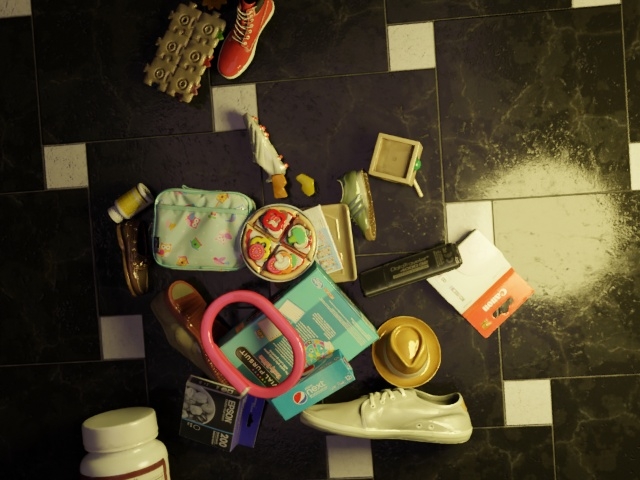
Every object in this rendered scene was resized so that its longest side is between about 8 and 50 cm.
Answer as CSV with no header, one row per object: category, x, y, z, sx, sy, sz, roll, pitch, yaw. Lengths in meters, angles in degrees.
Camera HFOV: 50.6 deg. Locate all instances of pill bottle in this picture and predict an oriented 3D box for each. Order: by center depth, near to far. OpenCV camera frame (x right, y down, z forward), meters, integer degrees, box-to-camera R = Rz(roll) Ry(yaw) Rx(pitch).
pill bottle,-0.506,0.656,1.779,0.224,0.224,0.392,-7,91,4
pill bottle,-0.515,-0.098,1.833,0.116,0.065,0.065,-35,89,4

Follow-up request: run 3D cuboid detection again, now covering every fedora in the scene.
fedora,0.224,0.280,1.753,0.194,0.079,0.194,-1,64,3

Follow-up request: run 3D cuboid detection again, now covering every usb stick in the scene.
usb stick,0.230,0.079,1.765,0.278,0.045,0.077,-20,61,16

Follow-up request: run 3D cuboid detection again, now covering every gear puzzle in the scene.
gear puzzle,-0.340,-0.542,1.814,0.175,0.044,0.339,26,91,19

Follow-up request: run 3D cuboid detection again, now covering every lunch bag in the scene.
lunch bag,-0.313,-0.033,1.799,0.279,0.108,0.224,3,92,4

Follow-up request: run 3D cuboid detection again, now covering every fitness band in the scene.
fitness band,-0.169,0.258,1.681,0.209,0.054,0.291,-43,85,5

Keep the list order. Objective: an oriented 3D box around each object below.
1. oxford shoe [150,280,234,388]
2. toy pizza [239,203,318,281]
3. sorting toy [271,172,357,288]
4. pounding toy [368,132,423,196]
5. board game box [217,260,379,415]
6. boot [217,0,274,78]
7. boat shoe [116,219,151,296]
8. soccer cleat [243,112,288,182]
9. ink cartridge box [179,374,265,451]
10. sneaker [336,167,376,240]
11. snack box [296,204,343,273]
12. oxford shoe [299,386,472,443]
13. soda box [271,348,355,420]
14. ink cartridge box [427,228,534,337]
oxford shoe,-0.327,0.274,1.827,0.130,0.123,0.348,-28,95,35
toy pizza,-0.106,0.005,1.723,0.201,0.032,0.201,0,85,0
sorting toy,-0.031,-0.032,1.796,0.229,0.041,0.307,-6,101,8
pounding toy,0.211,-0.196,1.772,0.141,0.100,0.130,16,92,14
board game box,-0.059,0.256,1.772,0.336,0.079,0.254,-39,104,6
boot,-0.206,-0.542,1.742,0.088,0.176,0.244,28,95,1
boat shoe,-0.495,0.047,1.832,0.073,0.073,0.207,-12,91,6
soccer cleat,-0.162,-0.248,1.804,0.076,0.068,0.196,-31,92,8
ink cartridge box,-0.264,0.468,1.800,0.208,0.045,0.206,15,122,3
sneaker,0.091,-0.091,1.797,0.086,0.064,0.192,-8,96,19
snack box,0.000,0.000,1.765,0.064,0.022,0.178,-19,99,12
oxford shoe,0.171,0.441,1.754,0.449,0.169,0.130,3,92,-2
soda box,-0.020,0.367,1.727,0.210,0.067,0.071,-32,104,4
ink cartridge box,0.421,0.114,1.779,0.189,0.066,0.232,-45,84,4
